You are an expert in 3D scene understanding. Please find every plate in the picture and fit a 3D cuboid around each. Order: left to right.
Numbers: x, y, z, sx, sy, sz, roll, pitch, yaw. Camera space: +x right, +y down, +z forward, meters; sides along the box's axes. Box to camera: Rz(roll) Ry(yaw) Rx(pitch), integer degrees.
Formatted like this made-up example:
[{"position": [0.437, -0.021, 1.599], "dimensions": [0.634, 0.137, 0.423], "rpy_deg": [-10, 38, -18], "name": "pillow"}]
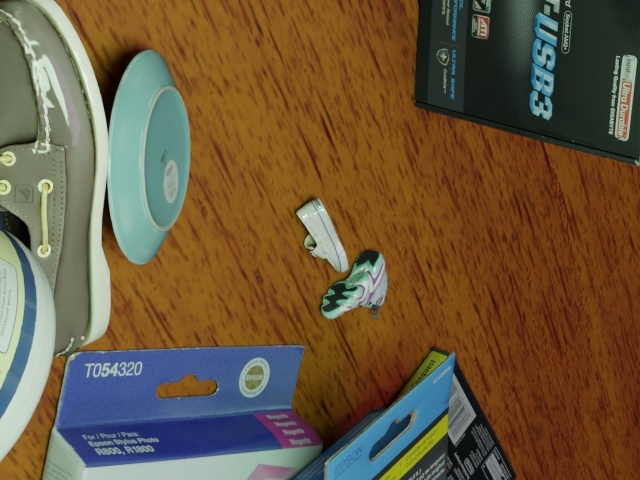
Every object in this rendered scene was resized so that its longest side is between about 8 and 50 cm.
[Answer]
[{"position": [-0.143, -0.072, 1.307], "dimensions": [0.188, 0.024, 0.188], "rpy_deg": [3, 90, -78], "name": "plate"}]

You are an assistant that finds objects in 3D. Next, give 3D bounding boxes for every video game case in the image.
[{"position": [0.121, 0.303, 1.809], "dimensions": [0.248, 0.035, 0.275], "rpy_deg": [-51, 137, -21], "name": "video game case"}]

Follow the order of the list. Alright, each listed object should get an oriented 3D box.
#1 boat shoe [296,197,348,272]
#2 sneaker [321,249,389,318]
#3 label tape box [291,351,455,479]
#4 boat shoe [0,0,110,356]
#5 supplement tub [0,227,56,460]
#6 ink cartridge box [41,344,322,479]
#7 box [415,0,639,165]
[{"position": [0.000, 0.000, 1.560], "dimensions": [0.035, 0.035, 0.100], "rpy_deg": [-28, 134, -4], "name": "boat shoe"}, {"position": [0.044, 0.065, 1.625], "dimensions": [0.098, 0.038, 0.069], "rpy_deg": [-46, 133, -24], "name": "sneaker"}, {"position": [0.032, 0.291, 1.559], "dimensions": [0.240, 0.106, 0.334], "rpy_deg": [-34, 133, -47], "name": "label tape box"}, {"position": [-0.242, -0.041, 1.217], "dimensions": [0.096, 0.116, 0.324], "rpy_deg": [-29, 131, -41], "name": "boat shoe"}, {"position": [-0.365, 0.035, 1.020], "dimensions": [0.325, 0.235, 0.235], "rpy_deg": [40, 75, -47], "name": "supplement tub"}, {"position": [-0.139, 0.272, 1.490], "dimensions": [0.324, 0.071, 0.330], "rpy_deg": [2, 105, -48], "name": "ink cartridge box"}, {"position": [0.231, -0.250, 1.504], "dimensions": [0.073, 0.293, 0.296], "rpy_deg": [-17, 118, -42], "name": "box"}]
